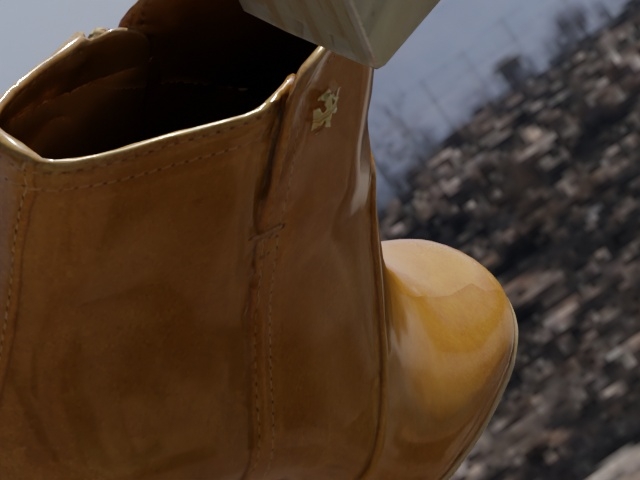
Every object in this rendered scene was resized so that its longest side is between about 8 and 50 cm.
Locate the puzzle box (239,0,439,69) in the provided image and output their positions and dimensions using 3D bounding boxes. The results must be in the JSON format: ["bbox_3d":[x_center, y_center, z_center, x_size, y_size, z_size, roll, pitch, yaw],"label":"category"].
[{"bbox_3d":[0.021,-0.264,0.357,0.052,0.409,0.272,27,67,34],"label":"puzzle box"}]

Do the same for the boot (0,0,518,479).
[{"bbox_3d":[-0.001,0.000,0.600,0.295,0.104,0.211,-30,-37,-47],"label":"boot"}]
